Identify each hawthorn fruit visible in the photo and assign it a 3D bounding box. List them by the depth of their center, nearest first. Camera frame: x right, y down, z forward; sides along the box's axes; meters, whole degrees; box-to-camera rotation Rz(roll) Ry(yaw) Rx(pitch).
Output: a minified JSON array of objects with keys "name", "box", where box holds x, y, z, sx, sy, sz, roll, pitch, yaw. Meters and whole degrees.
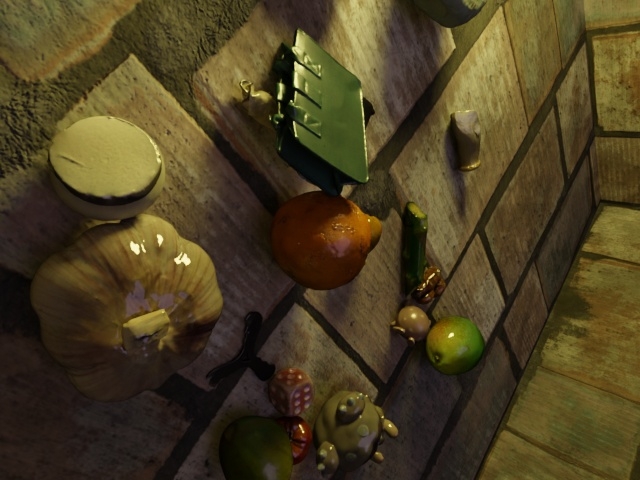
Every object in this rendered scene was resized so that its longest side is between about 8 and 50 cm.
[{"name":"hawthorn fruit","box":[-0.089,0.539,1.162,0.125,0.140,0.125,15,61,-29]}]

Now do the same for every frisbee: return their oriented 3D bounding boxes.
[{"name":"frisbee","box":[-0.197,0.290,1.052,0.187,0.012,0.211,-23,117,-38]}]

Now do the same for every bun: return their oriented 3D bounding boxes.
[{"name":"bun","box":[-0.346,-0.110,0.707,0.172,0.120,0.173,9,66,-21]},{"name":"bun","box":[0.336,-0.763,1.155,0.354,0.194,0.355,-15,111,-45]}]

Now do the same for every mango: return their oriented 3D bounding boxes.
[{"name":"mango","box":[0.107,-0.003,1.217,0.163,0.089,0.111,-43,129,-18]},{"name":"mango","box":[0.542,0.409,1.685,0.381,0.201,0.226,11,83,-48]}]

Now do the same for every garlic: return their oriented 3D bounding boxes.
[{"name":"garlic","box":[-0.318,0.114,0.747,0.322,0.240,0.322,-44,140,-53]}]

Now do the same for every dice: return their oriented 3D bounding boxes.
[{"name":"dice","box":[-0.076,0.402,1.144,0.094,0.091,0.093,-16,112,-40]}]

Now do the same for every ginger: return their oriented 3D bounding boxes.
[{"name":"ginger","box":[0.388,0.174,1.560,0.162,0.073,0.103,-38,112,-24]}]

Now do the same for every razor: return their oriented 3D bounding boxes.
[{"name":"razor","box":[0.086,-0.306,1.133,0.090,0.054,0.148,26,82,-46]}]

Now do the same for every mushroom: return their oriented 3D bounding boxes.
[{"name":"mushroom","box":[0.521,-0.363,1.524,0.108,0.096,0.247,-68,145,-44]}]

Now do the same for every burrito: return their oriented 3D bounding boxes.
[{"name":"burrito","box":[-0.093,-0.276,0.953,0.225,0.060,0.087,23,40,-45]}]

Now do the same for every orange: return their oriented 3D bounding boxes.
[{"name":"orange","box":[0.000,0.000,1.007,0.239,0.239,0.240,-14,111,-42]}]

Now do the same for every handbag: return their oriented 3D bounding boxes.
[{"name":"handbag","box":[-0.001,-0.276,0.943,0.238,0.089,0.327,28,52,-41]}]

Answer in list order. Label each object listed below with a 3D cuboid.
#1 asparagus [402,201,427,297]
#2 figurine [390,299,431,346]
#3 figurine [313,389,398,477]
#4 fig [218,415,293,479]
[{"name":"asparagus","box":[0.318,0.041,1.446,0.082,0.084,0.344,-32,123,-63]},{"name":"figurine","box":[0.318,0.290,1.493,0.138,0.125,0.125,-50,132,-40]},{"name":"figurine","box":[0.113,0.579,1.326,0.249,0.203,0.380,-62,146,-3]},{"name":"fig","box":[-0.160,0.516,1.035,0.181,0.181,0.191,-49,112,-24]}]
